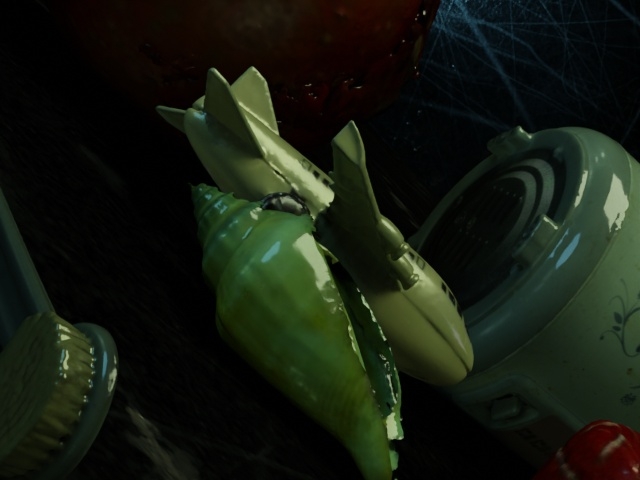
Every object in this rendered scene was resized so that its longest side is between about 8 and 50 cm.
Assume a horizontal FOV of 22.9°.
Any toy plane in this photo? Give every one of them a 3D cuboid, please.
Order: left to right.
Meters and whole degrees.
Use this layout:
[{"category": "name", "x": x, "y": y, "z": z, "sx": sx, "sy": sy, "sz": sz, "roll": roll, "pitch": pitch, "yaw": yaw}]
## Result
[{"category": "toy plane", "x": 0.000, "y": 0.000, "z": 0.993, "sx": 0.256, "sy": 0.104, "sz": 0.242, "roll": 55, "pitch": -24, "yaw": -7}]

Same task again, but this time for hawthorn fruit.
[{"category": "hawthorn fruit", "x": -0.064, "y": -0.210, "z": 1.120, "sx": 0.316, "sy": 0.316, "sz": 0.316, "roll": 44, "pitch": 8, "yaw": -8}]

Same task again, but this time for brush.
[{"category": "brush", "x": -0.124, "y": 0.014, "z": 0.600, "sx": 0.027, "sy": 0.062, "sz": 0.266, "roll": 34, "pitch": 8, "yaw": -29}]

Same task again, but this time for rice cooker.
[{"category": "rice cooker", "x": 0.221, "y": 0.071, "z": 1.282, "sx": 0.317, "sy": 0.317, "sz": 0.264, "roll": 42, "pitch": 48, "yaw": -24}]

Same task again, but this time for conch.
[{"category": "conch", "x": -0.009, "y": 0.043, "z": 0.886, "sx": 0.200, "sy": 0.079, "sz": 0.095, "roll": 55, "pitch": 32, "yaw": -3}]

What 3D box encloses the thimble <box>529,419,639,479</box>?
[{"category": "thimble", "x": 0.185, "y": 0.199, "z": 0.938, "sx": 0.163, "sy": 0.125, "sz": 0.189, "roll": 46, "pitch": 8, "yaw": 20}]
